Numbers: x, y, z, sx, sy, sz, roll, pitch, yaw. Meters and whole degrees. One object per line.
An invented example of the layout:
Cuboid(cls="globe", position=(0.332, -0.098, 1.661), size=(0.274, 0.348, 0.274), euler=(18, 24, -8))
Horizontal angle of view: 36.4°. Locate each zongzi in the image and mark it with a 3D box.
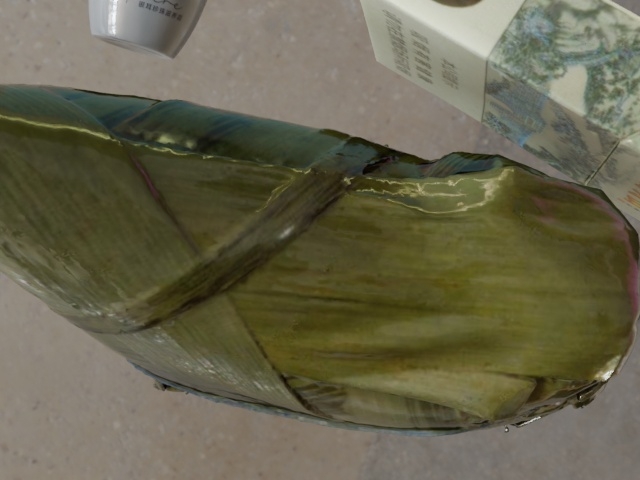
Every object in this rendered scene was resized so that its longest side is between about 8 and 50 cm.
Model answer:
Cuboid(cls="zongzi", position=(0.000, 0.000, 0.379), size=(0.274, 0.250, 0.125), euler=(51, 42, -65))

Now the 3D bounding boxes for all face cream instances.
Cuboid(cls="face cream", position=(-0.129, -0.190, 0.733), size=(0.091, 0.091, 0.095), euler=(14, 94, -35))

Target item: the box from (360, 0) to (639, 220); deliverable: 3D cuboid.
Cuboid(cls="box", position=(0.151, -0.101, 0.623), size=(0.069, 0.256, 0.164), euler=(-57, 170, -1))
